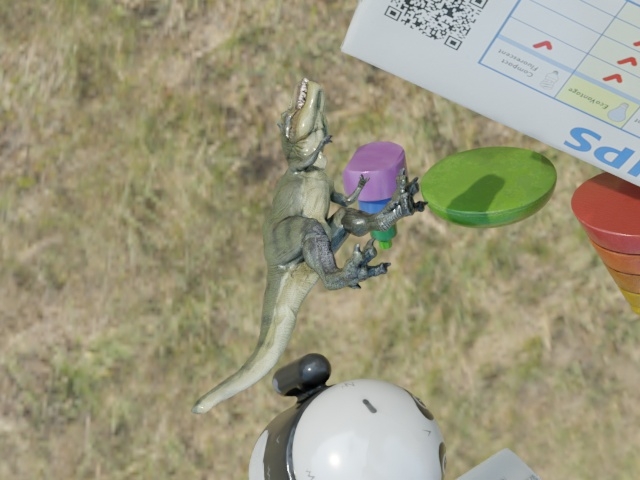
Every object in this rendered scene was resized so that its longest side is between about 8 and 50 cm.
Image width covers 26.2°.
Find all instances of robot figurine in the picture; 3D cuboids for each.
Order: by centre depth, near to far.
[{"bbox_3d":[0.027,0.244,1.489,0.209,0.173,0.278,27,156,-11],"label":"robot figurine"}]

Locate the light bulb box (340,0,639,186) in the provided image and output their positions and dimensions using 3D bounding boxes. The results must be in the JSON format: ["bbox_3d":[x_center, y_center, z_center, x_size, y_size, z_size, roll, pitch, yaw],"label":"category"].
[{"bbox_3d":[0.249,-0.236,0.924,0.358,0.225,0.361,24,148,-4],"label":"light bulb box"}]

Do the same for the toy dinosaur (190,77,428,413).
[{"bbox_3d":[0.000,0.000,0.932,0.118,0.268,0.064,-10,139,32],"label":"toy dinosaur"}]

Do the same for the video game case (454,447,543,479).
[{"bbox_3d":[0.176,0.248,0.962,0.227,0.206,0.026,43,110,17],"label":"video game case"}]

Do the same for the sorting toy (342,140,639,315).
[{"bbox_3d":[0.186,-0.006,1.300,0.366,0.127,0.126,10,126,32],"label":"sorting toy"}]
